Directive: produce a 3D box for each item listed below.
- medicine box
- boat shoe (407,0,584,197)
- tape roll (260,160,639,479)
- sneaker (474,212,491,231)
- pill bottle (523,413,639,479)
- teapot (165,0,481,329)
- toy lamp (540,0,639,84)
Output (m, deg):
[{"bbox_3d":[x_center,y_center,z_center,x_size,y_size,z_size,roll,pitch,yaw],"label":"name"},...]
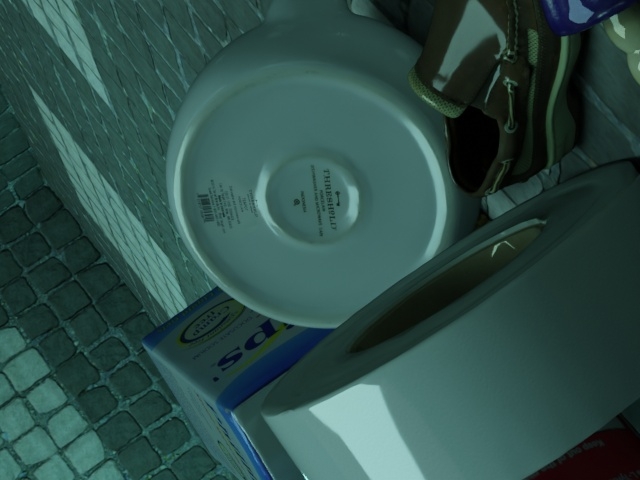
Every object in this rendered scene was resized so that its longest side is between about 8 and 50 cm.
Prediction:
[{"bbox_3d":[0.012,0.102,1.605,0.149,0.263,0.289,59,167,-18],"label":"medicine box"},{"bbox_3d":[0.102,-0.111,1.080,0.095,0.095,0.257,46,165,36],"label":"boat shoe"},{"bbox_3d":[0.105,0.067,1.111,0.100,0.286,0.286,56,168,-4],"label":"tape roll"},{"bbox_3d":[0.143,0.054,1.436,0.185,0.069,0.084,51,162,21],"label":"sneaker"},{"bbox_3d":[0.215,0.295,1.250,0.408,0.229,0.229,50,167,32],"label":"pill bottle"},{"bbox_3d":[0.012,-0.065,1.340,0.252,0.256,0.187,35,-153,-7],"label":"teapot"},{"bbox_3d":[0.192,-0.066,0.911,0.275,0.080,0.080,55,168,-11],"label":"toy lamp"}]
